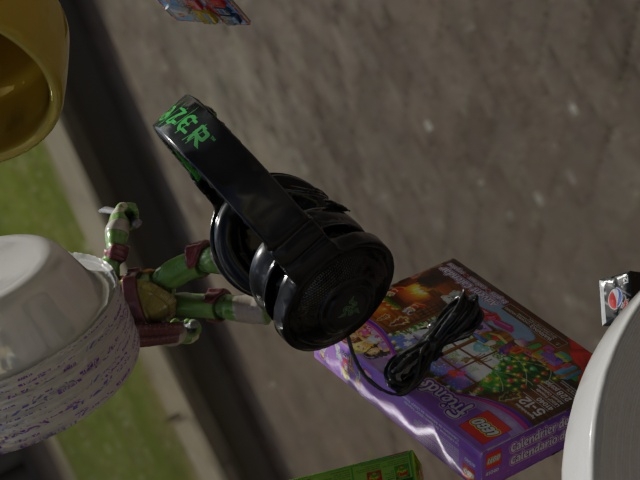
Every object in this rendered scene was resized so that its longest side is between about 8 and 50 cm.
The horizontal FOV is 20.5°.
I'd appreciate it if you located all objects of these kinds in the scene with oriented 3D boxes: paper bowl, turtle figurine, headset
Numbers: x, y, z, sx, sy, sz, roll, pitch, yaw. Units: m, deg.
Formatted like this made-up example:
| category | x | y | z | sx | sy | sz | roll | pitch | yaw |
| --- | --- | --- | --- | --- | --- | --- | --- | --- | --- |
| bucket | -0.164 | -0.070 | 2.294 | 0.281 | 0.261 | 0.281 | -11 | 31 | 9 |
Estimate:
| category | x | y | z | sx | sy | sz | roll | pitch | yaw |
| --- | --- | --- | --- | --- | --- | --- | --- | --- | --- |
| paper bowl | -0.350 | 0.098 | 1.920 | 0.284 | 0.284 | 0.148 | 38 | 149 | 60 |
| turtle figurine | -0.193 | 0.040 | 2.310 | 0.274 | 0.266 | 0.198 | -4 | -93 | -72 |
| headset | 0.000 | 0.000 | 1.716 | 0.394 | 0.185 | 0.243 | 52 | 175 | -29 |

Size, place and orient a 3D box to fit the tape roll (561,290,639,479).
| category | x | y | z | sx | sy | sz | roll | pitch | yaw |
| --- | --- | --- | --- | --- | --- | --- | --- | --- | --- |
| tape roll | 0.348 | 0.160 | 1.115 | 0.392 | 0.392 | 0.072 | 60 | 165 | 13 |

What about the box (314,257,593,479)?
| category | x | y | z | sx | sy | sz | roll | pitch | yaw |
| --- | --- | --- | --- | --- | --- | --- | --- | --- | --- |
| box | 0.156 | 0.135 | 1.883 | 0.293 | 0.201 | 0.057 | 36 | 139 | 44 |

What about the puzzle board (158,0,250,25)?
| category | x | y | z | sx | sy | sz | roll | pitch | yaw |
| --- | --- | --- | --- | --- | --- | --- | --- | --- | --- |
| puzzle board | -0.144 | -0.269 | 1.965 | 0.128 | 0.096 | 0.011 | 45 | -126 | -63 |

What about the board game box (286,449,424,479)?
| category | x | y | z | sx | sy | sz | roll | pitch | yaw |
| --- | --- | --- | --- | --- | --- | --- | --- | --- | --- |
| board game box | 0.014 | 0.271 | 1.709 | 0.043 | 0.181 | 0.092 | 59 | -161 | -57 |

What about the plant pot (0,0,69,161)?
| category | x | y | z | sx | sy | sz | roll | pitch | yaw |
| --- | --- | --- | --- | --- | --- | --- | --- | --- | --- |
| plant pot | -0.346 | -0.229 | 1.584 | 0.254 | 0.254 | 0.239 | 88 | -177 | -59 |

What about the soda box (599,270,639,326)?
| category | x | y | z | sx | sy | sz | roll | pitch | yaw |
| --- | --- | --- | --- | --- | --- | --- | --- | --- | --- |
| soda box | 0.404 | 0.075 | 2.048 | 0.053 | 0.169 | 0.060 | -22 | 65 | 54 |
